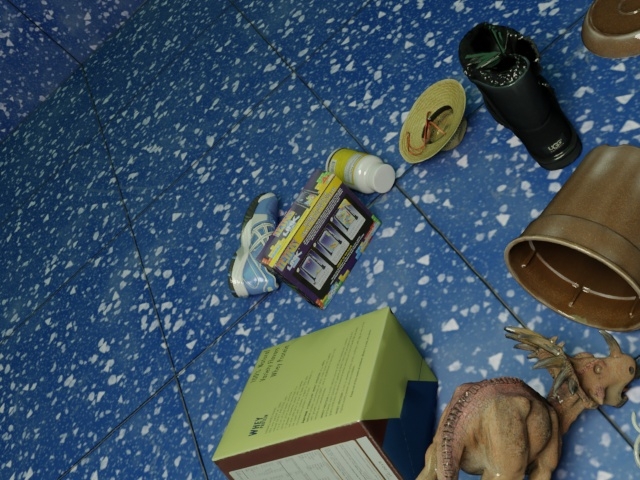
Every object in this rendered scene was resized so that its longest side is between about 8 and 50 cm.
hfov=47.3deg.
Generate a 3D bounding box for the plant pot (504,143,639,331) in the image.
[{"bbox_3d":[0.323,-0.011,0.835,0.167,0.167,0.165,13,60,46],"label":"plant pot"}]

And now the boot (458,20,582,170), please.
[{"bbox_3d":[0.261,-0.231,1.024,0.094,0.207,0.246,-34,41,16],"label":"boot"}]

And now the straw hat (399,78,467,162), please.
[{"bbox_3d":[0.194,-0.176,1.152,0.144,0.061,0.144,-35,42,40],"label":"straw hat"}]

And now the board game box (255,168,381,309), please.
[{"bbox_3d":[0.000,0.000,1.117,0.048,0.141,0.170,21,73,48],"label":"board game box"}]

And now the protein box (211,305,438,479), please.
[{"bbox_3d":[0.014,0.216,0.884,0.201,0.136,0.199,-23,23,27],"label":"protein box"}]

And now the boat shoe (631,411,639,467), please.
[{"bbox_3d":[0.348,0.210,0.683,0.095,0.079,0.254,-17,48,32],"label":"boat shoe"}]

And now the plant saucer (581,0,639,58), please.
[{"bbox_3d":[0.463,-0.340,1.074,0.168,0.029,0.168,-24,46,27],"label":"plant saucer"}]

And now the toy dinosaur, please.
[{"bbox_3d":[0.185,0.177,0.728,0.127,0.296,0.200,28,108,39],"label":"toy dinosaur"}]

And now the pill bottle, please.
[{"bbox_3d":[0.067,-0.113,1.210,0.116,0.065,0.065,24,76,48],"label":"pill bottle"}]

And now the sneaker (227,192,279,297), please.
[{"bbox_3d":[-0.095,0.008,1.260,0.081,0.080,0.211,0,56,16],"label":"sneaker"}]
